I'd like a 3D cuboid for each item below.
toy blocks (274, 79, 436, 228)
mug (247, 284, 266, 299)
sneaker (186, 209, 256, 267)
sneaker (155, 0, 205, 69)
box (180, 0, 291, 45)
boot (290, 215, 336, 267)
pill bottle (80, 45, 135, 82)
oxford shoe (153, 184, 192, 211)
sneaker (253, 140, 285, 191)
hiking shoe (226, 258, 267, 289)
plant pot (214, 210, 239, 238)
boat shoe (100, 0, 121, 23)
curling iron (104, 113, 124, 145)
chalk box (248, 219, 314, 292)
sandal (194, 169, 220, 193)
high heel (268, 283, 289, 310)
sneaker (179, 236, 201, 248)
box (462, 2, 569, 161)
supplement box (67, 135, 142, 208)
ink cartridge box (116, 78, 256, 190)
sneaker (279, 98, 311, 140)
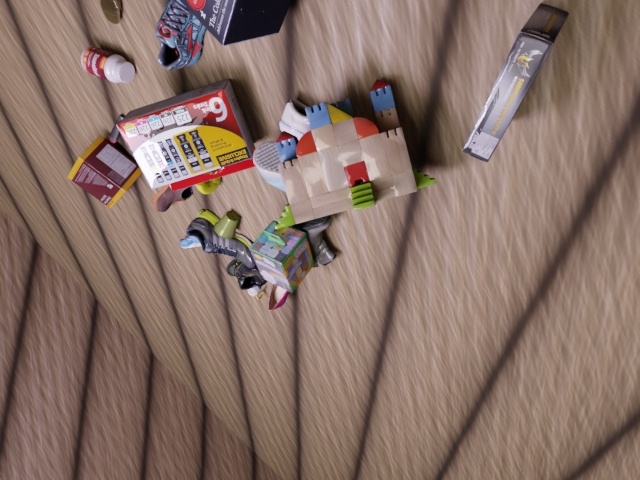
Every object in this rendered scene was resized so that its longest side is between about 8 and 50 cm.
[{"bbox_3d":[0.047,-0.205,1.035,0.381,0.191,0.261,-15,100,10],"label":"toy blocks"},{"bbox_3d":[-0.251,0.194,1.786,0.078,0.064,0.062,45,138,-8],"label":"mug"},{"bbox_3d":[-0.367,0.017,1.667,0.300,0.121,0.111,35,140,5],"label":"sneaker"},{"bbox_3d":[-0.358,-0.544,1.150,0.104,0.125,0.262,34,139,5],"label":"sneaker"},{"bbox_3d":[-0.183,-0.629,0.865,0.312,0.179,0.343,48,140,8],"label":"box"},{"bbox_3d":[0.000,0.000,1.426,0.161,0.083,0.246,46,147,-15],"label":"boot"},{"bbox_3d":[-0.661,-0.545,1.404,0.152,0.086,0.086,23,137,17],"label":"pill bottle"},{"bbox_3d":[-0.537,-0.166,1.652,0.098,0.097,0.271,39,140,-9],"label":"oxford shoe"},{"bbox_3d":[-0.003,-0.171,1.254,0.365,0.135,0.150,23,166,12],"label":"sneaker"},{"bbox_3d":[-0.292,0.132,1.721,0.226,0.114,0.086,2,127,35],"label":"hiking shoe"},{"bbox_3d":[-0.328,-0.063,1.609,0.083,0.083,0.079,38,127,1],"label":"plant pot"},{"bbox_3d":[-0.587,-0.688,1.260,0.056,0.048,0.153,15,142,8],"label":"boat shoe"},{"bbox_3d":[-0.782,-0.390,1.673,0.068,0.035,0.274,50,138,-13],"label":"curling iron"},{"bbox_3d":[-0.120,0.034,1.386,0.132,0.132,0.213,24,149,26],"label":"chalk box"},{"bbox_3d":[-0.442,-0.294,1.447,0.138,0.126,0.317,14,132,32],"label":"sandal"},{"bbox_3d":[-0.147,0.152,1.630,0.082,0.117,0.244,30,139,11],"label":"high heel"},{"bbox_3d":[-0.511,-0.012,1.810,0.162,0.063,0.073,-9,103,36],"label":"sneaker"},{"bbox_3d":[0.351,-0.283,0.819,0.056,0.183,0.231,29,138,13],"label":"box"},{"bbox_3d":[-0.821,-0.256,1.722,0.194,0.129,0.191,40,141,-22],"label":"supplement box"},{"bbox_3d":[-0.358,-0.272,1.287,0.309,0.130,0.272,-16,122,6],"label":"ink cartridge box"},{"bbox_3d":[0.012,-0.281,1.142,0.258,0.094,0.091,25,129,10],"label":"sneaker"}]
